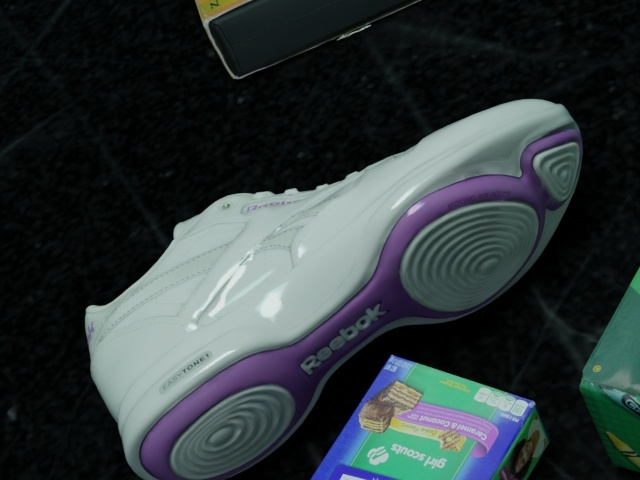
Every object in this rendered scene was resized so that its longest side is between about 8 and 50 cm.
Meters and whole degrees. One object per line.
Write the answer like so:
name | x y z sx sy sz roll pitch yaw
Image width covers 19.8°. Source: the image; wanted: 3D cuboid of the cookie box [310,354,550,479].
cookie box | 0.050 0.121 0.931 0.092 0.040 0.107 16 60 34

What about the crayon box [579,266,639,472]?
crayon box | 0.266 0.004 0.904 0.165 0.081 0.278 14 58 34

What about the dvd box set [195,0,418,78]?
dvd box set | 0.021 -0.318 1.321 0.307 0.062 0.420 -25 45 3

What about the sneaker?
sneaker | 0.000 0.000 1.010 0.305 0.114 0.152 -33 46 -5
